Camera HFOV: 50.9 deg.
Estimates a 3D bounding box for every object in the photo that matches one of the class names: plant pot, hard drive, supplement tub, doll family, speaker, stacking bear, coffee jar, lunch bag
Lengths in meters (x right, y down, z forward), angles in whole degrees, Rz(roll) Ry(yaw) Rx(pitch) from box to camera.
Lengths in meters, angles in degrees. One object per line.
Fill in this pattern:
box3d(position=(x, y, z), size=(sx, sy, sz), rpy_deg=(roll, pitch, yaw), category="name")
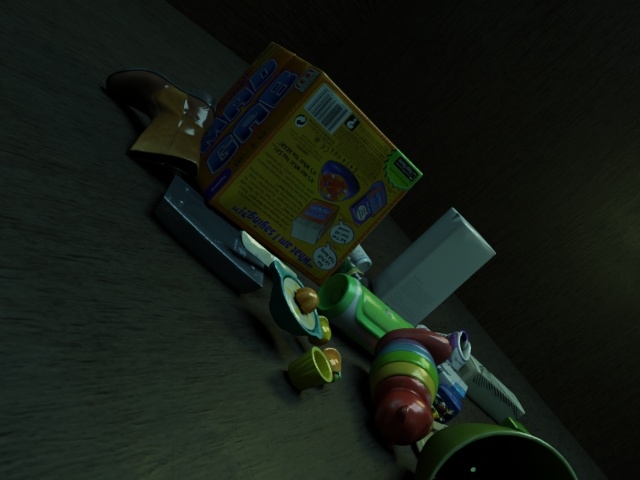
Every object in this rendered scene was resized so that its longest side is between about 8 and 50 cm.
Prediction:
box3d(position=(0.283, 0.445, 1.228), size=(0.275, 0.275, 0.293), rpy_deg=(47, -3, -3), category="plant pot")
box3d(position=(-0.216, -0.009, 1.329), size=(0.255, 0.054, 0.172), rpy_deg=(44, 13, -17), category="hard drive")
box3d(position=(0.114, 0.053, 2.213), size=(0.071, 0.071, 0.107), rpy_deg=(31, 20, -52), category="supplement tub")
box3d(position=(0.287, 0.422, 1.666), size=(0.111, 0.076, 0.193), rpy_deg=(51, 9, 34), category="doll family")
box3d(position=(0.123, 0.203, 1.660), size=(0.296, 0.131, 0.131), rpy_deg=(40, 15, -31), category="speaker")
box3d(position=(0.181, 0.323, 1.436), size=(0.164, 0.175, 0.289), rpy_deg=(25, 24, -1), category="stacking bear")
box3d(position=(0.057, 0.076, 1.928), size=(0.184, 0.079, 0.096), rpy_deg=(53, 10, 25), category="coffee jar")
box3d(position=(0.325, 0.427, 1.782), size=(0.098, 0.067, 0.065), rpy_deg=(49, 12, 10), category="lunch bag")

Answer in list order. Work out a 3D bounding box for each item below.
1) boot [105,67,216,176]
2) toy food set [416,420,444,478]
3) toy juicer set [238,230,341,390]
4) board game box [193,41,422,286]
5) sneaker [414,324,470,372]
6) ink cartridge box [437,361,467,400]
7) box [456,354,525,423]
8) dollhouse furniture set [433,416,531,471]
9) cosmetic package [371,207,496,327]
box3d(position=(-0.375, -0.256, 1.479), size=(0.264, 0.096, 0.280), rpy_deg=(21, 40, -13), category="boot")
box3d(position=(0.251, 0.477, 1.480), size=(0.132, 0.038, 0.192), rpy_deg=(31, 25, -32), category="toy food set")
box3d(position=(-0.031, 0.129, 1.311), size=(0.209, 0.089, 0.329), rpy_deg=(26, 38, -65), category="toy juicer set")
box3d(position=(-0.060, -0.186, 1.585), size=(0.356, 0.356, 0.356), rpy_deg=(39, 5, -34), category="board game box")
box3d(position=(0.386, 0.323, 2.100), size=(0.102, 0.161, 0.282), rpy_deg=(40, 13, -24), category="sneaker")
box3d(position=(0.318, 0.375, 1.892), size=(0.190, 0.082, 0.139), rpy_deg=(52, 13, 10), category="ink cartridge box")
box3d(position=(0.561, 0.508, 2.268), size=(0.275, 0.094, 0.113), rpy_deg=(41, 14, -25), category="box")
box3d(position=(0.426, 0.531, 1.614), size=(0.301, 0.151, 0.197), rpy_deg=(35, 17, -43), category="dollhouse furniture set")
box3d(position=(0.353, 0.091, 2.166), size=(0.156, 0.385, 0.217), rpy_deg=(45, 13, -12), category="cosmetic package")
